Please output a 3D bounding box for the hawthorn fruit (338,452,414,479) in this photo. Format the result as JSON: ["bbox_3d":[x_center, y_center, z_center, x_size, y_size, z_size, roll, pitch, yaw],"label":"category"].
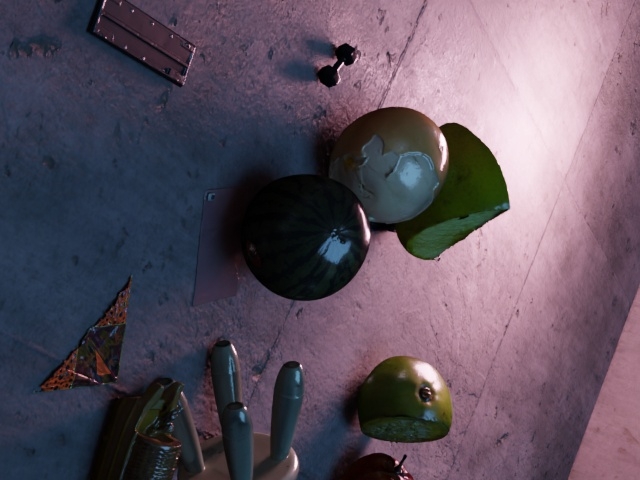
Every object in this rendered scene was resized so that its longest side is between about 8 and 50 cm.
[{"bbox_3d":[0.123,0.504,2.254,0.194,0.157,0.157,-52,155,21],"label":"hawthorn fruit"}]

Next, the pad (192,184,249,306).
[{"bbox_3d":[-0.155,0.007,1.751,0.113,0.006,0.187,-12,114,-56],"label":"pad"}]

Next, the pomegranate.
[{"bbox_3d":[0.181,0.329,2.269,0.241,0.190,0.159,52,35,-52],"label":"pomegranate"}]

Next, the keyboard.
[{"bbox_3d":[-0.237,-0.270,1.492,0.202,0.011,0.067,26,80,-58],"label":"keyboard"}]

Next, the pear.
[{"bbox_3d":[0.216,-0.114,2.110,0.139,0.288,0.239,7,66,-25],"label":"pear"}]

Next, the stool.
[{"bbox_3d":[-0.136,0.290,1.740,0.195,0.195,0.198,-29,123,-49],"label":"stool"}]

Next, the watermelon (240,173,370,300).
[{"bbox_3d":[-0.026,-0.006,1.758,0.212,0.212,0.212,-31,129,-48],"label":"watermelon"}]

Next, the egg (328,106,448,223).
[{"bbox_3d":[0.127,-0.139,1.950,0.244,0.201,0.201,-48,141,-51],"label":"egg"}]

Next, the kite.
[{"bbox_3d":[-0.312,0.167,1.578,0.222,0.008,0.125,-54,146,-29],"label":"kite"}]

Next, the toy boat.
[{"bbox_3d":[-0.273,0.351,1.618,0.089,0.115,0.310,19,88,-58],"label":"toy boat"}]

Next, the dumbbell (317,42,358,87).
[{"bbox_3d":[0.029,-0.296,1.874,0.083,0.036,0.040,-54,144,-29],"label":"dumbbell"}]

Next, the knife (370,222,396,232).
[{"bbox_3d":[0.125,-0.029,2.167,0.121,0.018,0.031,-7,108,-55],"label":"knife"}]
